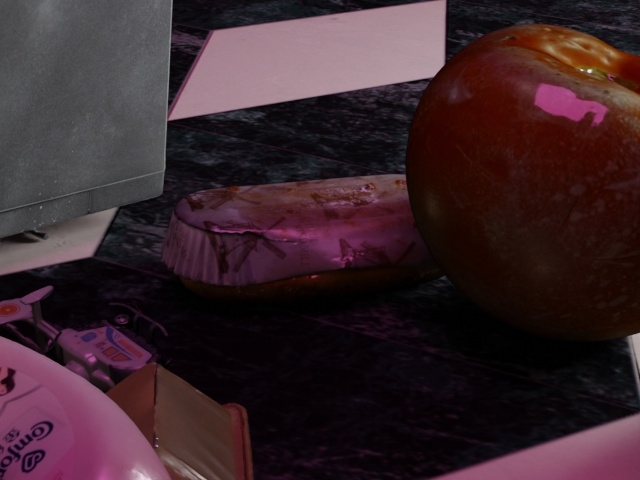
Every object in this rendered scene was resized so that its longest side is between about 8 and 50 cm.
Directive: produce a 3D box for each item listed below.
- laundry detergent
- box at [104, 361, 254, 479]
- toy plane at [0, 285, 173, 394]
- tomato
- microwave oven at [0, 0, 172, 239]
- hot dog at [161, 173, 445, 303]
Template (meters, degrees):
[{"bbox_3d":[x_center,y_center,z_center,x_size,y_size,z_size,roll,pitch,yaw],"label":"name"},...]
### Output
[{"bbox_3d":[-0.148,0.149,0.849,0.088,0.159,0.335,37,-10,-40],"label":"laundry detergent"},{"bbox_3d":[-0.091,0.147,0.974,0.111,0.111,0.177,0,24,-5],"label":"box"},{"bbox_3d":[-0.172,0.078,1.197,0.197,0.053,0.078,26,41,37],"label":"toy plane"},{"bbox_3d":[0.193,-0.038,1.279,0.270,0.223,0.270,12,19,-4],"label":"tomato"},{"bbox_3d":[-0.356,-0.176,1.356,0.236,0.374,0.432,24,28,38],"label":"microwave oven"},{"bbox_3d":[0.000,0.000,1.369,0.268,0.075,0.144,-1,27,-17],"label":"hot dog"}]
